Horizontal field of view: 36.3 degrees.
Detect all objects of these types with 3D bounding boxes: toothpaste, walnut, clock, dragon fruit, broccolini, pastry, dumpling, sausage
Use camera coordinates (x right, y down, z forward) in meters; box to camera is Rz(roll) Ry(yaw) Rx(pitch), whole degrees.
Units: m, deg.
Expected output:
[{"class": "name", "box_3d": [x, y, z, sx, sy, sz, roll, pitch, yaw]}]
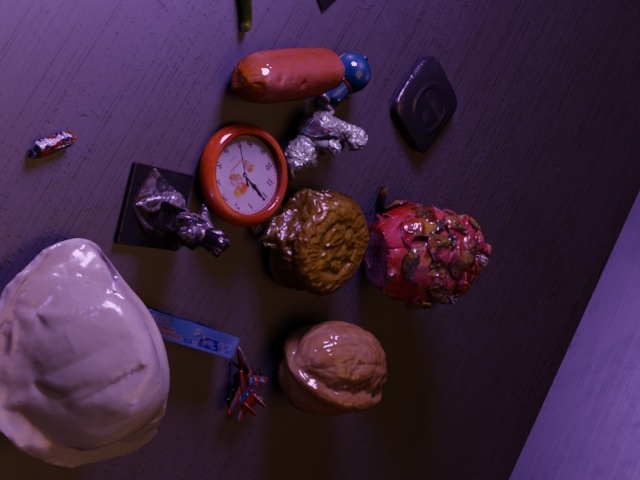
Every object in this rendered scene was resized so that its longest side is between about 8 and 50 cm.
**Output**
[{"class": "toothpaste", "box_3d": [-0.272, 0.180, 1.915, 0.272, 0.066, 0.053, 28, 83, -52]}, {"class": "walnut", "box_3d": [0.024, 0.293, 2.209, 0.257, 0.257, 0.224, -3, 139, -51]}, {"class": "clock", "box_3d": [-0.151, -0.129, 1.928, 0.205, 0.051, 0.205, -1, 92, -39]}, {"class": "dragon fruit", "box_3d": [0.257, 0.025, 2.333, 0.291, 0.269, 0.250, -7, 120, -19]}, {"class": "broccolini", "box_3d": [-0.136, -0.495, 1.819, 0.067, 0.058, 0.216, -28, 126, -46]}, {"class": "pastry", "box_3d": [0.000, 0.000, 2.114, 0.240, 0.132, 0.235, -53, 146, -27]}, {"class": "dumpling", "box_3d": [-0.414, 0.203, 1.631, 0.315, 0.233, 0.395, -20, 105, -42]}, {"class": "sausage", "box_3d": [-0.068, -0.326, 1.926, 0.259, 0.113, 0.113, -17, 117, -48]}]

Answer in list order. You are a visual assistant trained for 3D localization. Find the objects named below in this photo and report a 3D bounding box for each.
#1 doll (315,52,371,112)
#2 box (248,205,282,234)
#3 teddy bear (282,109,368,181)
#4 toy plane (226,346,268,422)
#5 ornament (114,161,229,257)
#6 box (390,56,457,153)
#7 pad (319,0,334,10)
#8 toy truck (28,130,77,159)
[{"class": "doll", "box_3d": [0.051, -0.345, 2.096, 0.152, 0.085, 0.114, -47, 152, -13]}, {"class": "box", "box_3d": [-0.133, -0.088, 2.016, 0.090, 0.023, 0.133, -48, 137, -26]}, {"class": "teddy bear", "box_3d": [-0.010, -0.211, 2.039, 0.213, 0.133, 0.111, -32, 120, -24]}, {"class": "toy plane", "box_3d": [-0.167, 0.301, 2.103, 0.130, 0.061, 0.189, -36, 126, -36]}, {"class": "ornament", "box_3d": [-0.235, -0.037, 1.771, 0.166, 0.196, 0.153, 8, 99, -53]}, {"class": "box", "box_3d": [0.259, -0.331, 2.388, 0.201, 0.042, 0.212, -55, 139, -18]}, {"class": "pad", "box_3d": [0.016, -0.648, 1.988, 0.202, 0.005, 0.300, -50, 137, -27]}, {"class": "toy truck", "box_3d": [-0.441, -0.157, 1.604, 0.083, 0.024, 0.032, -30, 156, -45]}]
